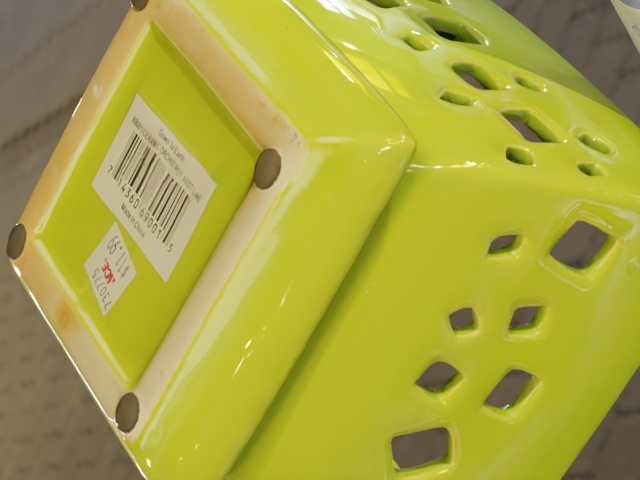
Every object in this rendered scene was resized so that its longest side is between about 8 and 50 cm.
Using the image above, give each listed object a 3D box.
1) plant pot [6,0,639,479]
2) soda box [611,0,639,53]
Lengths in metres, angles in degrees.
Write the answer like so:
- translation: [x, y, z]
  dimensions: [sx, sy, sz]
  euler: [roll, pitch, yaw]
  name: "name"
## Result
- translation: [0.000, 0.000, 0.895]
  dimensions: [0.227, 0.207, 0.228]
  euler: [-59, 41, 19]
  name: "plant pot"
- translation: [0.168, -0.164, 0.882]
  dimensions: [0.098, 0.286, 0.091]
  euler: [-41, 31, -10]
  name: "soda box"
